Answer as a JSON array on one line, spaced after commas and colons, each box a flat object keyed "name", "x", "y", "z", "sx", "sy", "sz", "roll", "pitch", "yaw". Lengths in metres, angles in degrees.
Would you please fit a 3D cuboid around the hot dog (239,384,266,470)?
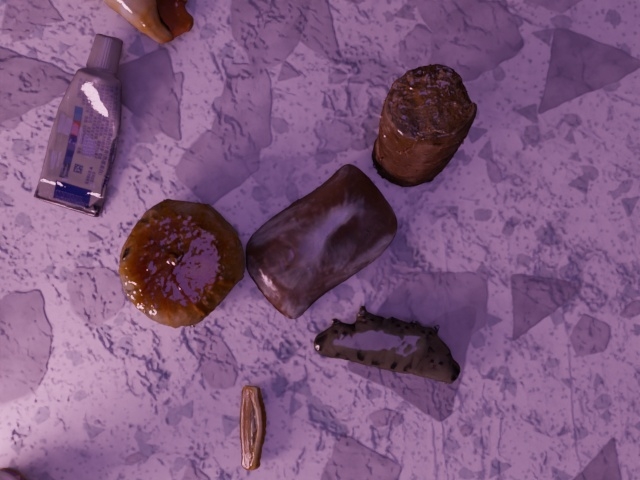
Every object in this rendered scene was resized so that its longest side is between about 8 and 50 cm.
[{"name": "hot dog", "x": -0.107, "y": 0.301, "z": 1.108, "sx": 0.044, "sy": 0.028, "sz": 0.137, "roll": -2, "pitch": 87, "yaw": 24}]

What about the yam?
[{"name": "yam", "x": 0.149, "y": -0.164, "z": 1.024, "sx": 0.128, "sy": 0.238, "sz": 0.129, "roll": 20, "pitch": 82, "yaw": 5}]

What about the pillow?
[{"name": "pillow", "x": 0.113, "y": 0.162, "z": 1.105, "sx": 0.241, "sy": 0.051, "sz": 0.093, "roll": 13, "pitch": 94, "yaw": -1}]

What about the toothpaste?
[{"name": "toothpaste", "x": -0.366, "y": -0.184, "z": 1.092, "sx": 0.099, "sy": 0.068, "sz": 0.283, "roll": 21, "pitch": 100, "yaw": 28}]

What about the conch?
[{"name": "conch", "x": -0.314, "y": -0.424, "z": 1.077, "sx": 0.158, "sy": 0.127, "sz": 0.255, "roll": -41, "pitch": 115, "yaw": -30}]

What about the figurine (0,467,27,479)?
[{"name": "figurine", "x": -0.501, "y": 0.411, "z": 0.977, "sx": 0.189, "sy": 0.263, "sz": 0.142, "roll": -16, "pitch": 89, "yaw": -4}]

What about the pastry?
[{"name": "pastry", "x": -0.218, "y": 0.033, "z": 1.074, "sx": 0.182, "sy": 0.093, "sz": 0.192, "roll": 42, "pitch": 90, "yaw": 1}]

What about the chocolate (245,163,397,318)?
[{"name": "chocolate", "x": 0.001, "y": 0.001, "z": 1.088, "sx": 0.254, "sy": 0.080, "sz": 0.157, "roll": -37, "pitch": 91, "yaw": -2}]
